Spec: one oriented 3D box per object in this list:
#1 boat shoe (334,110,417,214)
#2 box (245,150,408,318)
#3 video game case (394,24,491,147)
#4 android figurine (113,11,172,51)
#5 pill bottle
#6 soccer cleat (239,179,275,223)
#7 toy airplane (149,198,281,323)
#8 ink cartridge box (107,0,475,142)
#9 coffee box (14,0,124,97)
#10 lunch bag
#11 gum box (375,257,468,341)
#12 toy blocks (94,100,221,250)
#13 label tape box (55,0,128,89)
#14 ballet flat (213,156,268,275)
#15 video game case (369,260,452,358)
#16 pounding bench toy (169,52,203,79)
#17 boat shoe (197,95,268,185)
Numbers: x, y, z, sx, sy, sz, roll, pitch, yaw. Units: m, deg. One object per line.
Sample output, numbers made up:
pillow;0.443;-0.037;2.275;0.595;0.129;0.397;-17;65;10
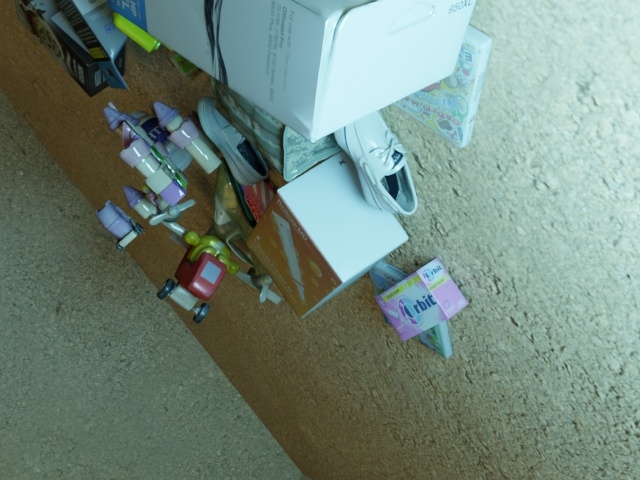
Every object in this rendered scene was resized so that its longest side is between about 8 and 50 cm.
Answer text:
boat shoe;0.101;-0.141;1.288;0.088;0.096;0.267;23;148;39
box;0.000;0.000;1.567;0.215;0.168;0.345;54;158;6
video game case;0.137;-0.263;1.114;0.227;0.026;0.206;38;155;23
android figurine;-0.300;-0.462;1.413;0.273;0.056;0.248;37;135;-18
pill bottle;-0.431;-0.264;2.022;0.187;0.112;0.112;37;155;25
soccer cleat;-0.125;-0.060;1.817;0.248;0.095;0.083;51;157;-7
toy airplane;-0.304;0.026;2.133;0.384;0.272;0.386;48;-164;28
ink cartridge box;-0.043;-0.323;0.969;0.395;0.286;0.166;37;139;27
coffee box;-0.640;-0.537;1.956;0.297;0.119;0.168;47;157;4
lunch bag;-0.070;-0.282;1.271;0.235;0.169;0.287;46;154;25
gum box;0.194;0.122;1.519;0.107;0.062;0.188;56;148;6
toy blocks;-0.420;-0.197;1.757;0.260;0.309;0.288;48;-177;-15
label tape box;-0.505;-0.512;1.723;0.333;0.106;0.241;59;166;-23
ballet flat;-0.201;-0.045;1.926;0.123;0.123;0.348;19;145;50
video game case;0.193;0.145;1.664;0.193;0.023;0.212;29;150;39
pounding bench toy;-0.261;-0.385;1.611;0.052;0.083;0.065;52;-171;-2
boat shoe;-0.187;-0.228;1.709;0.081;0.079;0.227;-13;117;37
